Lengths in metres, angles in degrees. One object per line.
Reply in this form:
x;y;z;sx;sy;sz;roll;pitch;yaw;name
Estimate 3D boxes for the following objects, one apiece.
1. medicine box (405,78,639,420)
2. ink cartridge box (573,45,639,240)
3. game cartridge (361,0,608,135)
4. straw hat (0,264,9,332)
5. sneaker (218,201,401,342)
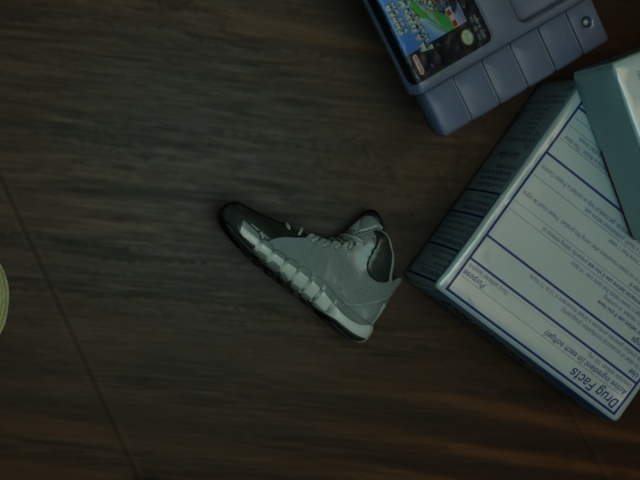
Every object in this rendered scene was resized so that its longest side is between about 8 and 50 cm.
0.292;0.007;1.570;0.263;0.149;0.289;37;88;-11;medicine box
0.435;-0.137;1.456;0.273;0.114;0.197;-22;96;-10;ink cartridge box
0.139;-0.314;1.465;0.230;0.068;0.355;-32;107;-14;game cartridge
-0.402;0.067;1.488;0.144;0.061;0.144;-1;95;-10;straw hat
0.000;0.000;1.555;0.229;0.086;0.132;42;82;-21;sneaker
